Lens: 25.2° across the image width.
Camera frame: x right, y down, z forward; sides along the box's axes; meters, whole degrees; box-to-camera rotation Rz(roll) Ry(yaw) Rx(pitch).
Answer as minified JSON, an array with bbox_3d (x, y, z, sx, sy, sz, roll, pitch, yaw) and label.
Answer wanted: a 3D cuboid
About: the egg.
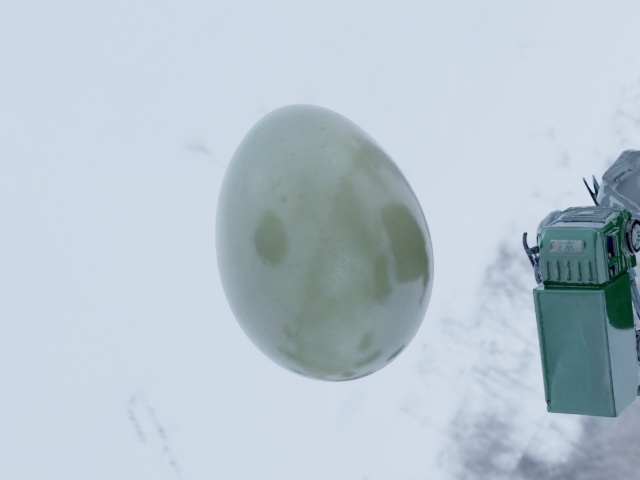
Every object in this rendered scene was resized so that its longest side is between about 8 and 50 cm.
[{"bbox_3d":[0.000,0.000,1.263,0.189,0.253,0.188,-16,163,-5],"label":"egg"}]

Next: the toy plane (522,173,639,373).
[{"bbox_3d":[0.258,0.045,1.354,0.060,0.096,0.235,-98,162,-58],"label":"toy plane"}]

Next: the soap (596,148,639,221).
[{"bbox_3d":[0.447,-0.111,1.278,0.350,0.213,0.435,-56,167,12],"label":"soap"}]

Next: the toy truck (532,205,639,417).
[{"bbox_3d":[0.204,0.050,1.080,0.079,0.065,0.147,-22,108,-53],"label":"toy truck"}]
